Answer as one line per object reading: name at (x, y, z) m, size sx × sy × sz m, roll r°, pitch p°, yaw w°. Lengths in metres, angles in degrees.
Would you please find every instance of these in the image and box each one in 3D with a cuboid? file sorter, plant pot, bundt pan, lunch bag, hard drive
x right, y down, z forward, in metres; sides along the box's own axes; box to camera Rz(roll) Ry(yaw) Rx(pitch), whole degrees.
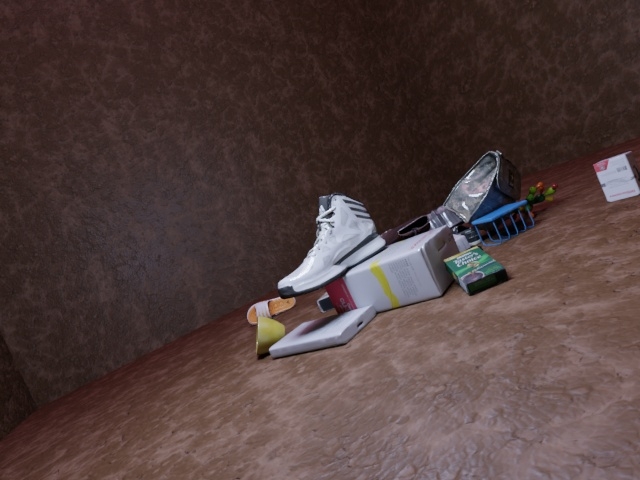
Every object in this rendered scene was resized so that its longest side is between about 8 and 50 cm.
file sorter at (0.680, -0.062, 1.538) m, size 0.170 × 0.105 × 0.118 m, roll -25°, pitch 1°, yaw -15°
plant pot at (-0.175, 0.333, 1.457) m, size 0.095 × 0.134 × 0.134 m, roll 2°, pitch -3°, yaw -9°
bundt pan at (0.597, -0.091, 2.073) m, size 0.330 × 0.124 × 0.331 m, roll -29°, pitch -12°, yaw -7°
lunch bag at (0.675, -0.196, 1.660) m, size 0.235 × 0.169 × 0.287 m, roll 14°, pitch -67°, yaw -43°
hard drive at (0.005, 0.291, 1.318) m, size 0.307 × 0.040 × 0.203 m, roll -24°, pitch 2°, yaw 38°

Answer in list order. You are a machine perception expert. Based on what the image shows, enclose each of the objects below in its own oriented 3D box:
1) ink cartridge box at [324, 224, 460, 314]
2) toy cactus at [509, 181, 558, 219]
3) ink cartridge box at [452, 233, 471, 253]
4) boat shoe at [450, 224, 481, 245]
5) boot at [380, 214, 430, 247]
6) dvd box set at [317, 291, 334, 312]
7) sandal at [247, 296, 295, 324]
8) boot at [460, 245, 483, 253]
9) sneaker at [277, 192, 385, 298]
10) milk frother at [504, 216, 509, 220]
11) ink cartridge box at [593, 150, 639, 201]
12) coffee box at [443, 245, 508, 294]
ink cartridge box at (0.247, 0.111, 1.389) m, size 0.384 × 0.161 × 0.279 m, roll -24°, pitch 3°, yaw 37°
toy cactus at (0.882, -0.149, 1.738) m, size 0.219 × 0.112 × 0.180 m, roll -39°, pitch -22°, yaw 5°
ink cartridge box at (0.452, 0.058, 1.722) m, size 0.261 × 0.066 × 0.296 m, roll -28°, pitch 1°, yaw 4°
boat shoe at (0.609, -0.035, 1.777) m, size 0.084 × 0.079 × 0.233 m, roll -30°, pitch 9°, yaw -4°
boot at (0.291, -0.022, 1.546) m, size 0.248 × 0.090 × 0.207 m, roll -28°, pitch -11°, yaw 10°
dvd box set at (0.185, 0.180, 1.848) m, size 0.307 × 0.062 × 0.420 m, roll -24°, pitch 2°, yaw 19°
sandal at (-0.257, 0.351, 2.144) m, size 0.265 × 0.102 × 0.076 m, roll -23°, pitch -1°, yaw -6°
boot at (0.507, 0.053, 1.470) m, size 0.099 × 0.045 × 0.121 m, roll -29°, pitch 11°, yaw -35°
sneaker at (0.000, 0.000, 1.379) m, size 0.447 × 0.258 × 0.169 m, roll -30°, pitch 4°, yaw -33°
milk frother at (0.784, -0.139, 1.908) m, size 0.143 × 0.135 × 0.129 m, roll -28°, pitch 34°, yaw -23°
ink cartridge box at (0.974, -0.207, 1.351) m, size 0.056 × 0.135 × 0.099 m, roll -22°, pitch 1°, yaw -30°
coffee box at (0.425, 0.080, 1.153) m, size 0.113 × 0.041 × 0.184 m, roll -24°, pitch 17°, yaw 6°
